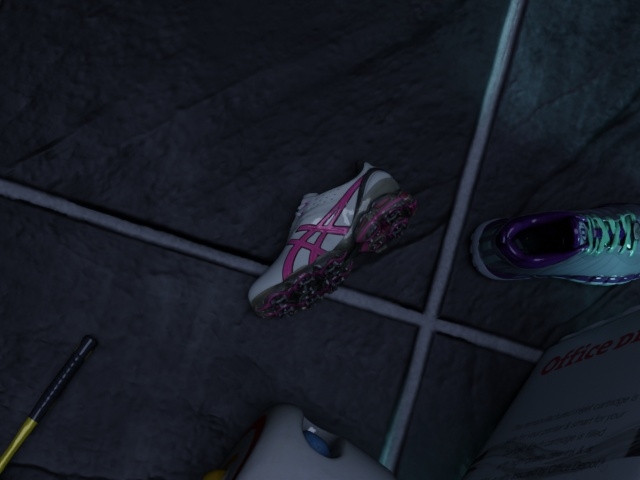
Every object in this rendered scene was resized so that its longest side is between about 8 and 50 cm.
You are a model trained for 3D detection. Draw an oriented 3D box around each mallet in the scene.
[{"bbox_3d":[-0.259,0.165,0.772,0.039,0.062,0.189,34,79,-4],"label":"mallet"}]

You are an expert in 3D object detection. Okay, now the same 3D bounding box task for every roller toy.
[{"bbox_3d":[-0.041,0.242,0.732,0.146,0.209,0.191,36,44,-3],"label":"roller toy"}]

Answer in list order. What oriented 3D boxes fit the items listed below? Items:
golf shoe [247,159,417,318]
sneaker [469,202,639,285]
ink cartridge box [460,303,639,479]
[{"bbox_3d":[0.000,0.000,0.837,0.186,0.067,0.086,-38,63,-10],"label":"golf shoe"},{"bbox_3d":[0.264,0.004,0.850,0.224,0.098,0.083,-7,84,-9],"label":"sneaker"},{"bbox_3d":[0.219,0.238,0.671,0.166,0.285,0.395,43,62,-2],"label":"ink cartridge box"}]
